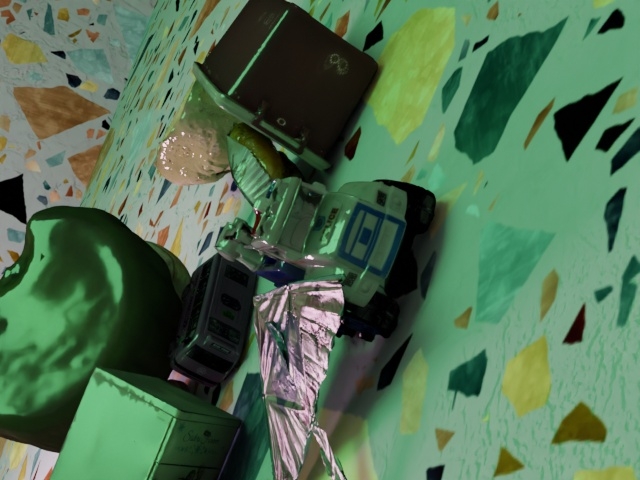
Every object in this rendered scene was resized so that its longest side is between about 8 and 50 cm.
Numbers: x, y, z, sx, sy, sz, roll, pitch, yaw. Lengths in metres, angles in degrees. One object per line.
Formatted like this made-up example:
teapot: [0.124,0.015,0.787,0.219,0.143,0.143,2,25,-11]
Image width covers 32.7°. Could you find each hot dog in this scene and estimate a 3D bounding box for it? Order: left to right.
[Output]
hot dog: [-0.076,-0.097,1.505,0.075,0.144,0.268,-36,22,5]

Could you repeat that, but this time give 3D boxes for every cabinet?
cabinet: [-0.225,0.286,1.355,0.150,0.145,0.206,21,87,29]

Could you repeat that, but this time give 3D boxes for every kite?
kite: [-0.018,0.155,1.068,0.314,0.012,0.335,-120,34,-44]

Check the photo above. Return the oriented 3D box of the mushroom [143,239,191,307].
mushroom: [-0.279,0.135,1.754,0.189,0.195,0.253,47,-120,-74]

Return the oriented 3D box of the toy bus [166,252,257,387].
toy bus: [-0.149,0.109,1.532,0.098,0.087,0.178,-40,29,40]

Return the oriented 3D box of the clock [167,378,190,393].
clock: [-0.255,0.320,1.610,0.244,0.056,0.244,-49,27,37]

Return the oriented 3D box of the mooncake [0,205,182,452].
mooncake: [-0.364,0.131,1.576,0.187,0.351,0.351,59,-136,-63]

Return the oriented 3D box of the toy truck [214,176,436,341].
toy truck: [0.000,0.000,1.126,0.213,0.177,0.161,-11,56,68]

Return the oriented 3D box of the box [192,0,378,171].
box: [-0.050,-0.236,1.528,0.167,0.193,0.294,-57,22,8]

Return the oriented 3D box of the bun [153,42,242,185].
bun: [-0.170,-0.208,1.864,0.259,0.152,0.259,-59,8,13]
